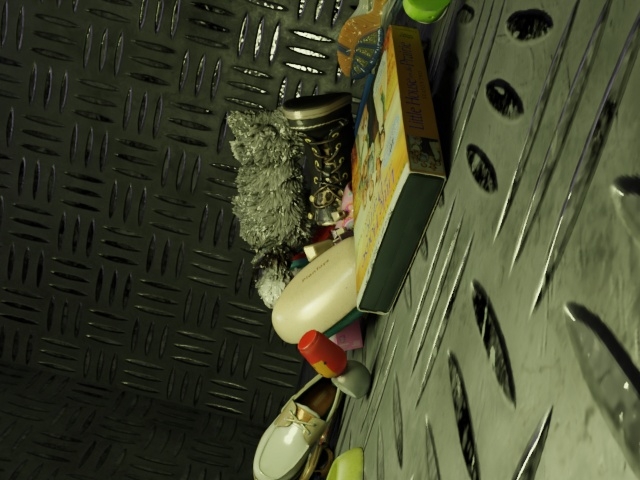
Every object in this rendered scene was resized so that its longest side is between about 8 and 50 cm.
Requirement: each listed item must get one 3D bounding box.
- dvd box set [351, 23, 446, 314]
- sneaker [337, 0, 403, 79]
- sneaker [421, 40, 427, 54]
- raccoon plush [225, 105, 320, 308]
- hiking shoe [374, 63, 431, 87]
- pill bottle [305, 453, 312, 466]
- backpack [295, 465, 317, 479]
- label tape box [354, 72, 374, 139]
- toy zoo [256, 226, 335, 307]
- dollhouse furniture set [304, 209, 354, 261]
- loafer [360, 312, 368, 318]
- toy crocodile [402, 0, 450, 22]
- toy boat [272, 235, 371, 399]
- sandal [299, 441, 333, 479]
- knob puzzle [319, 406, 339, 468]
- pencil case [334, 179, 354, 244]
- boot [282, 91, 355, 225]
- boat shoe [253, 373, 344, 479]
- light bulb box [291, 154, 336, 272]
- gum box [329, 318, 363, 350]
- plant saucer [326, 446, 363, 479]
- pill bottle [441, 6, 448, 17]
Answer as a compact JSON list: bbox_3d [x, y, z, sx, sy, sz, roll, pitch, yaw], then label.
[{"bbox_3d":[0.117,-0.130,1.251,0.420,0.062,0.308,-89,11,-45],"label":"dvd box set"},{"bbox_3d":[0.132,-0.494,1.611,0.131,0.112,0.296,-34,-27,-47],"label":"sneaker"},{"bbox_3d":[0.206,-0.427,1.796,0.283,0.110,0.122,-71,-21,-75],"label":"sneaker"},{"bbox_3d":[-0.092,-0.106,1.664,0.446,0.216,0.299,-114,13,-46],"label":"raccoon plush"},{"bbox_3d":[0.152,-0.308,1.575,0.304,0.113,0.132,-80,16,-75],"label":"hiking shoe"},{"bbox_3d":[-0.056,0.589,1.794,0.137,0.078,0.078,-78,3,-62],"label":"pill bottle"},{"bbox_3d":[-0.056,0.559,1.631,0.114,0.105,0.084,-48,-47,-73],"label":"backpack"},{"bbox_3d":[0.144,-0.298,2.225,0.348,0.115,0.249,101,-177,-65],"label":"label tape box"},{"bbox_3d":[-0.009,0.040,1.805,0.030,0.293,0.192,57,-162,-67],"label":"toy zoo"},{"bbox_3d":[0.000,0.000,1.490,0.081,0.114,0.091,-30,79,57],"label":"dollhouse furniture set"},{"bbox_3d":[0.094,0.102,1.523,0.045,0.039,0.125,-82,6,-71],"label":"loafer"},{"bbox_3d":[0.232,-0.545,1.264,0.115,0.105,0.341,-86,11,-82],"label":"toy crocodile"},{"bbox_3d":[0.028,0.146,1.335,0.267,0.148,0.318,-37,24,22],"label":"toy boat"},{"bbox_3d":[0.003,0.459,1.508,0.072,0.049,0.180,-63,-14,0],"label":"sandal"},{"bbox_3d":[0.014,0.416,1.751,0.213,0.030,0.213,-166,90,-89],"label":"knob puzzle"},{"bbox_3d":[0.082,0.007,1.578,0.124,0.124,0.284,-78,2,-61],"label":"pencil case"},{"bbox_3d":[0.015,-0.174,1.594,0.377,0.138,0.284,-63,-32,-78],"label":"boot"},{"bbox_3d":[-0.044,0.381,1.533,0.302,0.113,0.103,-53,-14,-42],"label":"boat shoe"},{"bbox_3d":[0.018,-0.022,2.044,0.358,0.225,0.361,115,168,-82],"label":"light bulb box"},{"bbox_3d":[0.013,0.177,1.558,0.188,0.062,0.107,-13,84,63],"label":"gum box"},{"bbox_3d":[0.020,0.441,1.147,0.241,0.037,0.241,-166,90,-89],"label":"plant saucer"},{"bbox_3d":[0.230,-0.530,1.568,0.160,0.087,0.087,-78,3,-56],"label":"pill bottle"}]
